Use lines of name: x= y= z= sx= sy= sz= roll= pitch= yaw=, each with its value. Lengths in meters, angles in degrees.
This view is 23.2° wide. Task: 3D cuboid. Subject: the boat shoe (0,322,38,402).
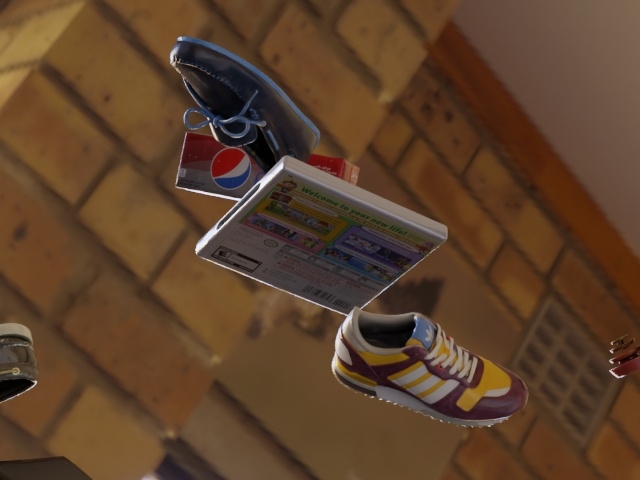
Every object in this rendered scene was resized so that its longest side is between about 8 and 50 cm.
boat shoe: x=-0.548 y=0.225 z=2.254 sx=0.091 sy=0.305 sz=0.109 roll=67 pitch=6 yaw=32

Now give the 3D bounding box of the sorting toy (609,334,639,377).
sorting toy: x=0.344 y=0.105 z=1.627 sx=0.061 sy=0.102 sz=0.042 roll=68 pitch=-4 yaw=-83

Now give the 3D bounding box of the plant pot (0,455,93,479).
plant pot: x=-0.329 y=0.384 z=1.893 sx=0.167 sy=0.187 sz=0.188 roll=24 pitch=4 yaw=24

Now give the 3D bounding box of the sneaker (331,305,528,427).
sneaker: x=0.104 y=0.113 z=1.430 sx=0.186 sy=0.069 sz=0.084 roll=12 pitch=-44 yaw=0

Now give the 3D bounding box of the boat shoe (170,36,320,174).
boat shoe: x=-0.087 y=-0.145 z=1.827 sx=0.109 sy=0.089 sz=0.258 roll=17 pitch=-15 yaw=46

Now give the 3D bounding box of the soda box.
soda box: x=-0.081 y=-0.097 z=2.371 sx=0.263 sy=0.092 sz=0.083 roll=11 pitch=-3 yaw=18

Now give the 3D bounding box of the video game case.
video game case: x=0.000 y=0.000 z=1.730 sx=0.212 sy=0.023 sz=0.193 roll=23 pitch=-41 yaw=-24
